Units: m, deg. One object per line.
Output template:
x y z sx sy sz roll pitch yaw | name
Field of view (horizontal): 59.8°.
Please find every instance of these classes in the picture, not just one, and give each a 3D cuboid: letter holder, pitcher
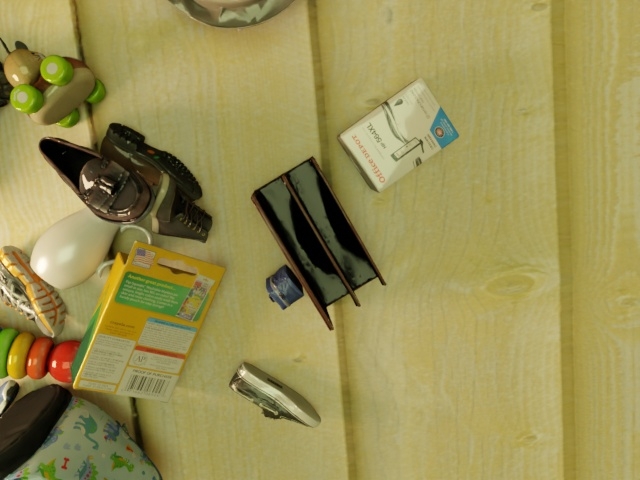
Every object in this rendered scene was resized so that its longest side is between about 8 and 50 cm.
0.000 0.000 1.115 0.151 0.214 0.302 -30 99 2 | letter holder
-0.466 0.014 1.140 0.177 0.125 0.207 42 84 -5 | pitcher

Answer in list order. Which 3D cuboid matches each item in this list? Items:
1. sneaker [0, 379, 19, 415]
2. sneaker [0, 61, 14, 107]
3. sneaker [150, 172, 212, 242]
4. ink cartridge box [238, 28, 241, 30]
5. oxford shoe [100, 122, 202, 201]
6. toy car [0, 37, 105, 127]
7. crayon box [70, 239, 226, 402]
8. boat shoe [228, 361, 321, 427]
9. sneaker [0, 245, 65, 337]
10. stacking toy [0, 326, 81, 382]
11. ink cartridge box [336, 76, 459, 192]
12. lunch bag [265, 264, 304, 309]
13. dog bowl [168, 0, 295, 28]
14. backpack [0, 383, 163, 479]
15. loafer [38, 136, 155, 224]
-0.740 0.376 1.199 0.211 0.080 0.081 -45 102 3 | sneaker
-0.669 -0.263 1.102 0.130 0.087 0.228 1 93 3 | sneaker
-0.269 -0.062 1.104 0.118 0.222 0.083 14 70 -11 | sneaker
-0.125 -0.557 1.108 0.206 0.045 0.208 -28 97 2 | ink cartridge box
-0.350 -0.141 1.152 0.227 0.083 0.096 34 111 -5 | oxford shoe
-0.545 -0.333 1.076 0.149 0.155 0.188 -42 86 3 | toy car
-0.354 0.161 1.150 0.203 0.083 0.323 21 98 -32 | crayon box
-0.101 0.358 1.239 0.219 0.078 0.070 34 95 0 | boat shoe
-0.620 0.117 1.170 0.083 0.084 0.215 -34 90 5 | sneaker
-0.653 0.242 1.163 0.329 0.141 0.141 11 98 -9 | stacking toy
0.157 -0.215 1.157 0.203 0.086 0.148 -36 99 2 | ink cartridge box
-0.080 0.104 1.186 0.065 0.098 0.067 -37 104 5 | lunch bag
-0.168 -0.564 1.033 0.348 0.102 0.349 0 98 -1 | dog bowl
-0.499 0.496 1.134 0.273 0.290 0.356 -20 106 13 | backpack
-0.432 -0.118 1.041 0.302 0.095 0.109 28 82 35 | loafer
